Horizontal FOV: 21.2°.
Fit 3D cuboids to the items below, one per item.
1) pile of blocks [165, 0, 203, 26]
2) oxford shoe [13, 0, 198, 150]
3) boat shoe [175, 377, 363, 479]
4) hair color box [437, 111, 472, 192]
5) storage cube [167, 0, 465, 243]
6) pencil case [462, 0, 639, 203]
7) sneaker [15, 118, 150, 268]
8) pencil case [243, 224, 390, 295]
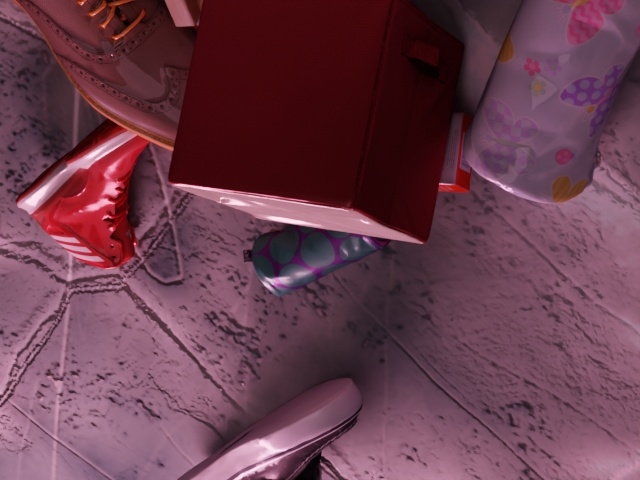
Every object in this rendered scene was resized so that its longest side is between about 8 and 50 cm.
[{"bbox_3d":[-0.103,-0.376,1.543,0.113,0.149,0.362,0,113,21],"label":"pile of blocks"},{"bbox_3d":[-0.215,-0.219,1.655,0.364,0.133,0.130,42,83,5],"label":"oxford shoe"},{"bbox_3d":[-0.044,0.244,1.819,0.301,0.108,0.102,-36,93,37],"label":"boat shoe"},{"bbox_3d":[0.074,-0.086,1.629,0.141,0.043,0.072,5,84,25],"label":"hair color box"},{"bbox_3d":[-0.002,-0.116,1.543,0.215,0.184,0.193,8,84,25],"label":"storage cube"},{"bbox_3d":[0.221,-0.164,1.492,0.124,0.113,0.273,23,121,5],"label":"pencil case"},{"bbox_3d":[-0.211,-0.053,1.798,0.128,0.087,0.221,49,135,-13],"label":"sneaker"},{"bbox_3d":[0.000,0.000,1.709,0.152,0.064,0.070,-24,70,32],"label":"pencil case"}]
